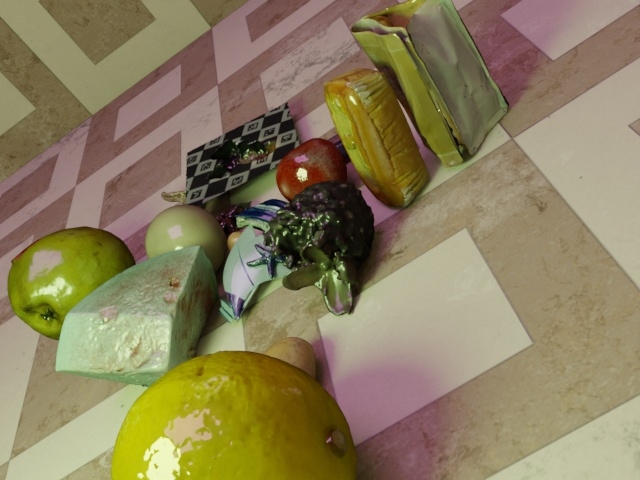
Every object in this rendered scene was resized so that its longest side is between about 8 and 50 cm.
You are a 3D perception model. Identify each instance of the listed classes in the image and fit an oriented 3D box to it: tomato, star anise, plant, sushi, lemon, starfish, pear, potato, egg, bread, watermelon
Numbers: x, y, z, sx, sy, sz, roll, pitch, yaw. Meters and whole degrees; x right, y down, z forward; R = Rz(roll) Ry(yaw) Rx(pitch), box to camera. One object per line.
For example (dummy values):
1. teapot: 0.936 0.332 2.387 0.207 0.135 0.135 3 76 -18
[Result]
1. tomato: -0.017 -0.150 1.736 0.167 0.167 0.167 -27 33 20
2. star anise: -0.237 -0.046 1.933 0.129 0.056 0.124 -9 44 40
3. plant: 0.000 0.000 1.507 0.178 0.204 0.234 -12 33 34
4. sushi: -0.205 -0.209 2.101 0.339 0.069 0.320 -26 35 7
5. lemon: -0.120 0.317 1.101 0.347 0.348 0.348 -27 33 20
6. starfish: -0.344 -0.136 2.165 0.240 0.043 0.227 -1 34 26
7. pear: -0.607 0.092 1.962 0.287 0.287 0.375 -22 16 26
8. potato: -0.063 0.233 1.357 0.112 0.112 0.147 -9 36 40
9. egg: -0.174 0.015 1.766 0.071 0.083 0.071 -40 3 2
10. egg: -0.318 0.008 1.828 0.186 0.186 0.241 -46 22 -11
11. bread: 0.113 -0.212 1.566 0.119 0.288 0.152 -37 31 -15
12. watermelon: -0.352 0.196 1.617 0.387 0.228 0.258 -37 39 -13

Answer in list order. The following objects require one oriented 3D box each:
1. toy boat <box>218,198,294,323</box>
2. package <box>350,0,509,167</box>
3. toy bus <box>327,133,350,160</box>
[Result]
1. toy boat: -0.108 0.041 1.663 0.210 0.070 0.292 -1 62 21
2. package: 0.206 -0.306 1.551 0.221 0.311 0.165 -8 40 39
3. toy bus: 0.064 -0.232 1.848 0.192 0.065 0.077 -30 25 15
